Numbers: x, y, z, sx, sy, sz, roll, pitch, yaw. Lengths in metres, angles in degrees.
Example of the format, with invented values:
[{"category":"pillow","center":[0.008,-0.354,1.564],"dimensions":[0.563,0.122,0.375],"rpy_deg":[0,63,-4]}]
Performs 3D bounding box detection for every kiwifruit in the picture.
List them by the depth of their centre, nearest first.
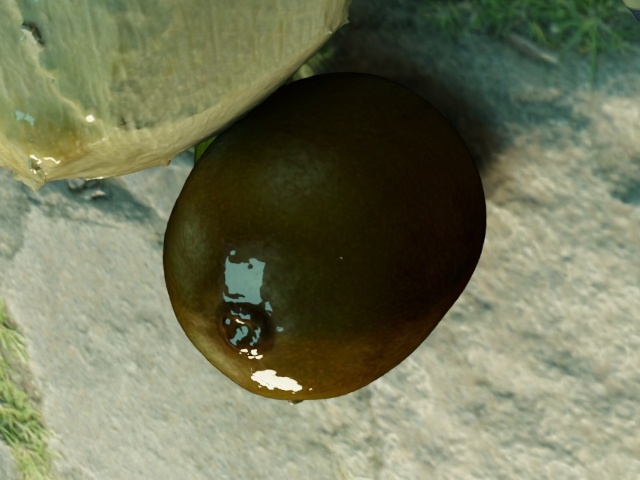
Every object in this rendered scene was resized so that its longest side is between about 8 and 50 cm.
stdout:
[{"category":"kiwifruit","center":[0.000,0.000,1.260],"dimensions":[0.196,0.234,0.196],"rpy_deg":[16,130,20]}]

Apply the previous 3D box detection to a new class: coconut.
[{"category":"coconut","center":[-0.134,-0.202,1.156],"dimensions":[0.346,0.346,0.360],"rpy_deg":[4,126,39]}]

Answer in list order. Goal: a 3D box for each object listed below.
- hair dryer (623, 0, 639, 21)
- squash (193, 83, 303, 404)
[{"category":"hair dryer","center":[0.226,-0.219,1.051],"dimensions":[0.199,0.067,0.167],"rpy_deg":[-18,101,35]},{"category":"squash","center":[-0.050,-0.022,1.412],"dimensions":[0.080,0.071,0.318],"rpy_deg":[-5,120,-2]}]
